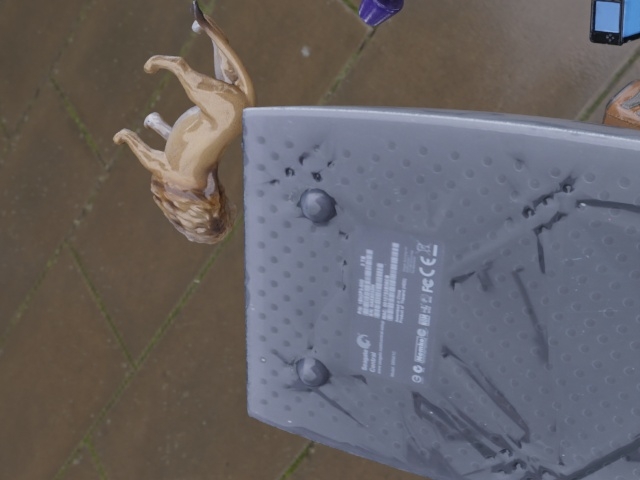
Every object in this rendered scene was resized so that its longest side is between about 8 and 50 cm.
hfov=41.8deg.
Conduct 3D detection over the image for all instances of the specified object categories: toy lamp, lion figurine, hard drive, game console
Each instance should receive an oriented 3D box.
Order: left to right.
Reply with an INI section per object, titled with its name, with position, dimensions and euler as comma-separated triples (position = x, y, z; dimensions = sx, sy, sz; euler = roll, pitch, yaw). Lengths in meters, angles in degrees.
[lion figurine]
position = -0.195, -0.175, 1.388
dimensions = 0.240, 0.142, 0.392
euler = 43, 135, 10
[toy lamp]
position = 0.154, -0.481, 1.473
dimensions = 0.274, 0.080, 0.080
euler = -46, 51, 51
[hard drive]
position = 0.093, 0.030, 0.344
dimensions = 0.255, 0.054, 0.172
euler = 11, 119, 17
[game console]
position = 0.643, -0.489, 1.802
dimensions = 0.107, 0.071, 0.122
euler = 6, 80, 1

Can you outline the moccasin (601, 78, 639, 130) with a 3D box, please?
[moccasin]
position = 0.613, -0.172, 1.616
dimensions = 0.139, 0.380, 0.147
euler = -39, 70, -7
